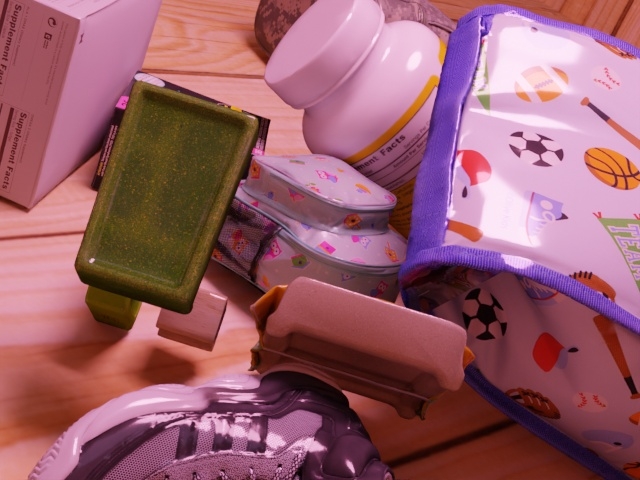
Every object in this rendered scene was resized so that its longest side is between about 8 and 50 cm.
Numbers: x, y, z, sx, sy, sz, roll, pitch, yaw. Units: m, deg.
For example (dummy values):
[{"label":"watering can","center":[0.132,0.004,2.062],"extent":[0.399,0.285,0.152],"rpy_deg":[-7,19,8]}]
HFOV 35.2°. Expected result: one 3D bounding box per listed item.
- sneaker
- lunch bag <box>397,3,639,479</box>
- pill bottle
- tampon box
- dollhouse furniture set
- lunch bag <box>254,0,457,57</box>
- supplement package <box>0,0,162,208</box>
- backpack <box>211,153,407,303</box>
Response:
[{"label":"sneaker","center":[-0.050,0.166,0.659],"extent":[0.268,0.101,0.153],"rpy_deg":[-10,34,-42]},{"label":"lunch bag","center":[0.243,0.002,0.915],"extent":[0.385,0.239,0.328],"rpy_deg":[33,49,-22]},{"label":"pill bottle","center":[0.103,-0.121,1.130],"extent":[0.334,0.188,0.188],"rpy_deg":[41,19,-25]},{"label":"tampon box","center":[-0.148,-0.097,1.097],"extent":[0.160,0.102,0.120],"rpy_deg":[19,26,-9]},{"label":"dollhouse furniture set","center":[-0.024,0.020,0.811],"extent":[0.301,0.151,0.197],"rpy_deg":[17,-18,-1]},{"label":"lunch bag","center":[0.080,-0.321,1.580],"extent":[0.256,0.213,0.305],"rpy_deg":[1,35,-37]},{"label":"supplement package","center":[-0.285,-0.190,1.041],"extent":[0.145,0.204,0.262],"rpy_deg":[23,26,1]},{"label":"backpack","center":[0.000,0.000,0.998],"extent":[0.188,0.144,0.165],"rpy_deg":[42,27,28]}]
